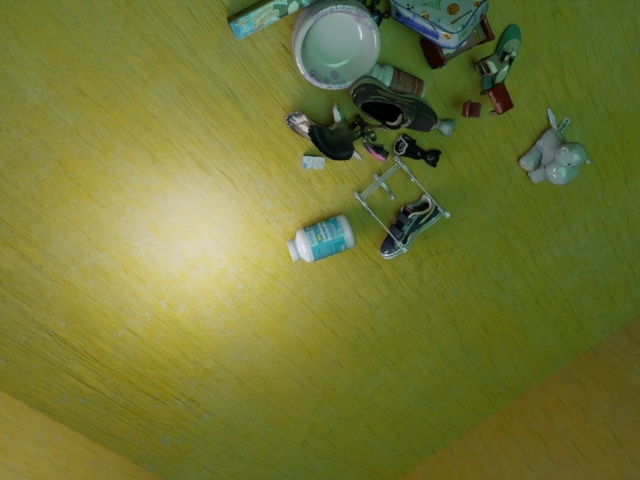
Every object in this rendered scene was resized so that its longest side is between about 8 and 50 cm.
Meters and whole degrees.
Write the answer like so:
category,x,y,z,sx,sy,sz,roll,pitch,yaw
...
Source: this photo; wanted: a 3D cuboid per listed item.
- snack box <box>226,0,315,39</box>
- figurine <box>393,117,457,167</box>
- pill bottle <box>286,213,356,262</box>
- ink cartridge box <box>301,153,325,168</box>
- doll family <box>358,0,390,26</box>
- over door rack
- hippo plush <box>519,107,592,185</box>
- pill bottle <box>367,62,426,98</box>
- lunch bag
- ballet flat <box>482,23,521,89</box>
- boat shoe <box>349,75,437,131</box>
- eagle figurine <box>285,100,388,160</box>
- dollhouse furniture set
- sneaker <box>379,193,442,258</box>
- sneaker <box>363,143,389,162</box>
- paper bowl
category,x,y,z,sx,sy,sz,roll,pitch,yaw
snack box,-0.135,-0.731,1.523,0.321,0.187,0.060,-26,121,1
figurine,0.421,-0.404,1.910,0.209,0.092,0.215,14,113,-29
pill bottle,0.000,0.000,1.975,0.264,0.146,0.146,-20,121,-4
ink cartridge box,-0.028,-0.302,1.873,0.083,0.028,0.048,1,117,-15
doll family,0.170,-0.786,1.624,0.111,0.076,0.193,-22,163,2
over door rack,0.319,-0.143,1.949,0.239,0.108,0.324,-41,84,9
hippo plush,0.999,-0.338,1.996,0.234,0.236,0.294,17,112,-22
pill bottle,0.259,-0.558,1.755,0.216,0.121,0.121,16,112,-22
lunch bag,0.374,-0.773,1.583,0.303,0.115,0.243,36,88,15
ballet flat,0.693,-0.674,1.824,0.083,0.087,0.247,13,113,-20
boat shoe,0.257,-0.439,1.698,0.355,0.130,0.132,14,145,-24
eagle figurine,0.046,-0.384,1.749,0.298,0.226,0.225,-20,85,-22
dollhouse furniture set,0.535,-0.595,1.734,0.201,0.152,0.374,-30,104,2
sneaker,0.357,-0.066,2.046,0.321,0.126,0.127,-42,125,-3
sneaker,0.221,-0.355,1.907,0.119,0.047,0.057,31,85,-27
paper bowl,0.046,-0.658,1.609,0.284,0.148,0.284,-8,136,-8
